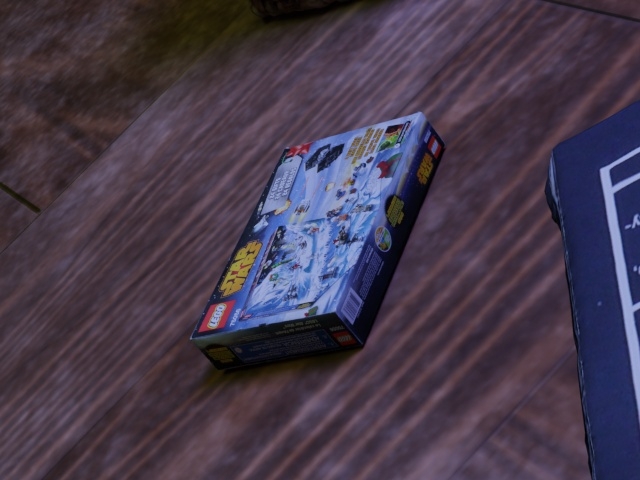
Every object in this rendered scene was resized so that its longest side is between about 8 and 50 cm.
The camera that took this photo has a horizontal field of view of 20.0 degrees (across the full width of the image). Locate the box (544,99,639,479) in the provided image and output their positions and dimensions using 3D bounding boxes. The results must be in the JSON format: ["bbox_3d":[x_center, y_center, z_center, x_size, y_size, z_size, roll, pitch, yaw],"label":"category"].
[{"bbox_3d":[0.226,0.054,0.410,0.296,0.183,0.294,-29,30,23],"label":"box"}]

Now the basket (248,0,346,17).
[{"bbox_3d":[0.026,-0.321,1.114,0.213,0.223,0.299,-5,43,46],"label":"basket"}]

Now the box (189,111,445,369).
[{"bbox_3d":[0.000,0.000,0.904,0.094,0.027,0.137,-12,40,38],"label":"box"}]
